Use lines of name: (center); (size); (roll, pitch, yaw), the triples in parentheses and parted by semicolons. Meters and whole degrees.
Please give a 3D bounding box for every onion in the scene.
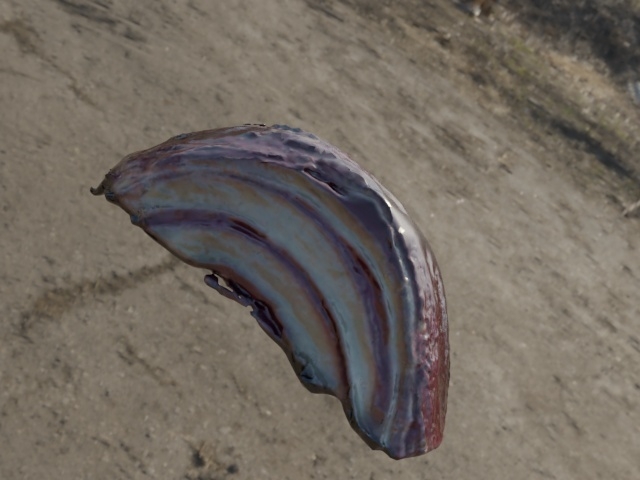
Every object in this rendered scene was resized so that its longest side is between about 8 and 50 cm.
onion: (0.000, 0.000, 0.649); (0.314, 0.146, 0.280); (36, 11, 2)
